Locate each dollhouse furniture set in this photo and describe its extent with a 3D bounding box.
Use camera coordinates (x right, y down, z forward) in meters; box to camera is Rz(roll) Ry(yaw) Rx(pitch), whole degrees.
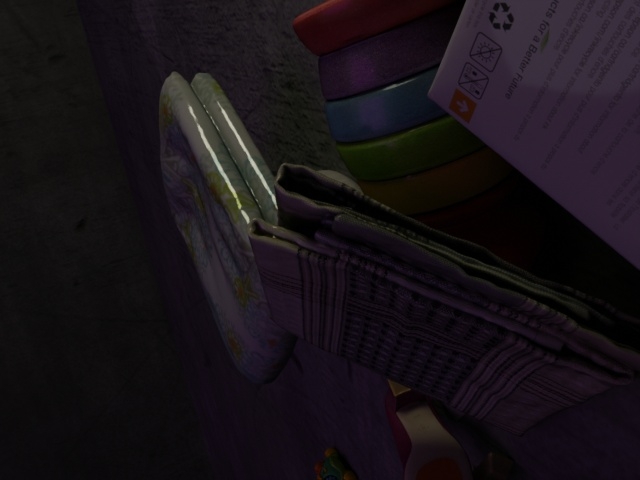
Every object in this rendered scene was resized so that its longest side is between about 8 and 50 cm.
[{"bbox_3d":[0.210,0.290,0.790,0.081,0.091,0.114,-73,8,-58],"label":"dollhouse furniture set"}]

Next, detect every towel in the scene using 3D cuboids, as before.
[{"bbox_3d":[0.087,0.082,0.571,0.312,0.056,0.324,25,156,9],"label":"towel"},{"bbox_3d":[-0.131,-0.010,0.920,0.374,0.090,0.320,59,156,23],"label":"towel"}]

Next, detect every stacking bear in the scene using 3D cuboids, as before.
[{"bbox_3d":[0.103,-0.077,0.546,0.175,0.164,0.288,-130,16,-73],"label":"stacking bear"}]

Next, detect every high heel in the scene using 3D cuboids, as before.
[{"bbox_3d":[0.133,0.276,0.802,0.244,0.082,0.117,-115,6,-46],"label":"high heel"}]

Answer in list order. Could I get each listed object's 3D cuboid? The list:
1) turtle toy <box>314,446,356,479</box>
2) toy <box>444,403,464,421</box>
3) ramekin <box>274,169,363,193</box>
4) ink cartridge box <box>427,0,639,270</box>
[{"bbox_3d":[0.025,0.486,1.285,0.095,0.066,0.130,39,143,50],"label":"turtle toy"},{"bbox_3d":[0.139,0.124,0.751,0.136,0.056,0.237,59,155,26],"label":"toy"},{"bbox_3d":[0.000,0.000,0.889,0.207,0.109,0.207,48,150,41],"label":"ramekin"},{"bbox_3d":[0.213,-0.093,0.269,0.307,0.072,0.303,43,147,19],"label":"ink cartridge box"}]
